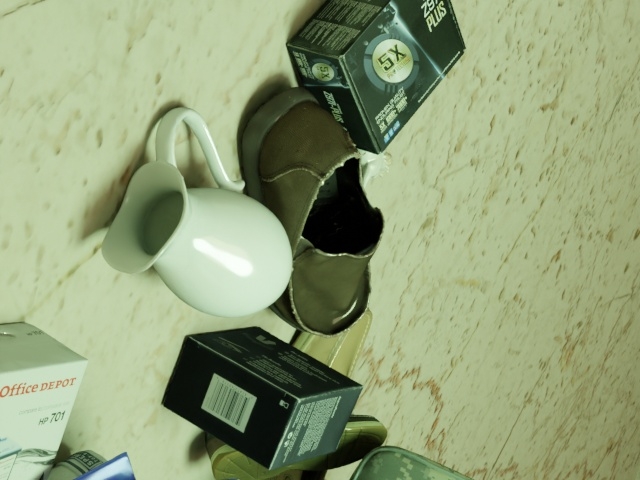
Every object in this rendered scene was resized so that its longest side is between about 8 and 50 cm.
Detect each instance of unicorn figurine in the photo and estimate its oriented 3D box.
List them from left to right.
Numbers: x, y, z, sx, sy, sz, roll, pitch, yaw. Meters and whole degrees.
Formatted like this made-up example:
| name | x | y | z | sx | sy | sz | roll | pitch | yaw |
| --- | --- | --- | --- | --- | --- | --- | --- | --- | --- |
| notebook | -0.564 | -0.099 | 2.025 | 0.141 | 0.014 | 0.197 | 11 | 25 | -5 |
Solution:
| name | x | y | z | sx | sy | sz | roll | pitch | yaw |
| --- | --- | --- | --- | --- | --- | --- | --- | --- | --- |
| unicorn figurine | 0.047 | -0.105 | 1.845 | 0.111 | 0.060 | 0.162 | -32 | 143 | -41 |

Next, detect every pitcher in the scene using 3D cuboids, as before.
| name | x | y | z | sx | sy | sz | roll | pitch | yaw |
| --- | --- | --- | --- | --- | --- | --- | --- | --- | --- |
| pitcher | -0.110 | -0.023 | 1.582 | 0.207 | 0.125 | 0.178 | 30 | 72 | -53 |

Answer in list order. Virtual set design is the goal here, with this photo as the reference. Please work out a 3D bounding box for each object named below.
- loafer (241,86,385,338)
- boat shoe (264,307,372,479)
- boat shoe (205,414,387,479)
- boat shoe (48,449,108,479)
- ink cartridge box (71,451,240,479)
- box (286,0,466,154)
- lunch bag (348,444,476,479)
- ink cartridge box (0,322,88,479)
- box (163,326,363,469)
| name | x | y | z | sx | sy | sz | roll | pitch | yaw |
| --- | --- | --- | --- | --- | --- | --- | --- | --- | --- |
| loafer | 0.000 | 0.000 | 1.757 | 0.134 | 0.130 | 0.366 | -39 | 145 | -18 |
| boat shoe | -0.003 | 0.230 | 2.011 | 0.121 | 0.110 | 0.341 | 8 | 107 | -63 |
| boat shoe | -0.030 | 0.233 | 1.903 | 0.223 | 0.073 | 0.080 | -9 | 137 | -21 |
| boat shoe | -0.238 | 0.410 | 1.618 | 0.156 | 0.135 | 0.367 | -25 | 108 | -36 |
| ink cartridge box | -0.155 | 0.404 | 1.502 | 0.270 | 0.396 | 0.151 | -25 | 179 | -31 |
| box | 0.065 | -0.210 | 1.728 | 0.180 | 0.077 | 0.147 | -50 | 139 | -25 |
| lunch bag | 0.095 | 0.419 | 1.941 | 0.305 | 0.212 | 0.256 | -64 | 168 | -9 |
| ink cartridge box | -0.306 | 0.180 | 1.436 | 0.139 | 0.082 | 0.191 | -4 | 119 | -61 |
| box | -0.063 | 0.175 | 1.793 | 0.158 | 0.156 | 0.093 | -3 | 117 | -61 |
